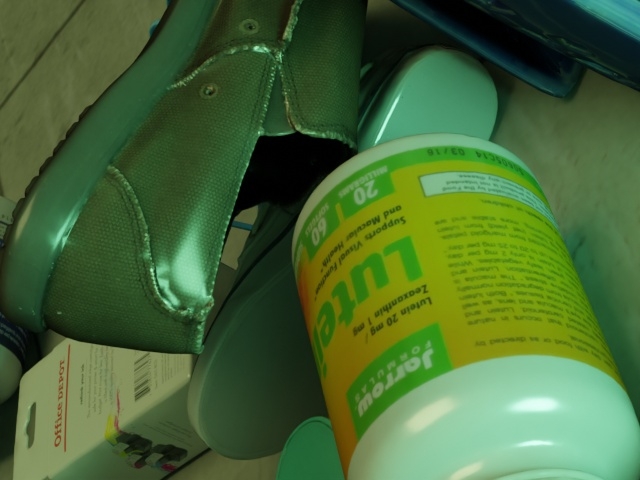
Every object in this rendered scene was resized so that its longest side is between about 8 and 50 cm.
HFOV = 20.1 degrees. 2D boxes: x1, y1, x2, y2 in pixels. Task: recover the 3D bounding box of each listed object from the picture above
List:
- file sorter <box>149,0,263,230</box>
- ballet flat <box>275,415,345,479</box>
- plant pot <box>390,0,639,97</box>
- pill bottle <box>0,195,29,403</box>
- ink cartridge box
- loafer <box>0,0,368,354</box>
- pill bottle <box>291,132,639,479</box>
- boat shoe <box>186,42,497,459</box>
[{"bbox_3d":[-0.057,-0.106,1.145,0.118,0.104,0.170,100,-176,-69],"label":"file sorter"},{"bbox_3d":[0.033,0.185,0.881,0.077,0.077,0.231,-45,36,20],"label":"ballet flat"},{"bbox_3d":[0.129,-0.205,0.911,0.212,0.236,0.236,5,70,62],"label":"plant pot"},{"bbox_3d":[-0.272,0.066,1.344,0.112,0.112,0.186,-27,46,40],"label":"pill bottle"},{"bbox_3d":[-0.119,0.097,1.161,0.181,0.061,0.104,-35,41,33],"label":"ink cartridge box"},{"bbox_3d":[-0.033,-0.078,1.000,0.366,0.130,0.134,-58,-7,-23],"label":"loafer"},{"bbox_3d":[0.072,0.074,0.855,0.136,0.136,0.245,-44,37,24],"label":"pill bottle"},{"bbox_3d":[0.000,0.000,1.047,0.267,0.096,0.088,-62,29,-3],"label":"boat shoe"}]
